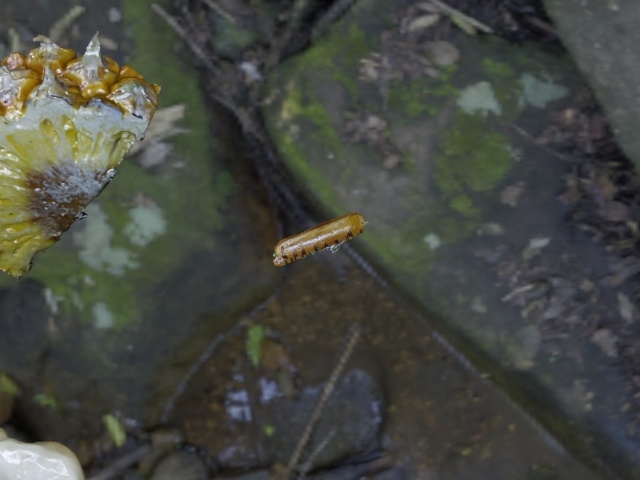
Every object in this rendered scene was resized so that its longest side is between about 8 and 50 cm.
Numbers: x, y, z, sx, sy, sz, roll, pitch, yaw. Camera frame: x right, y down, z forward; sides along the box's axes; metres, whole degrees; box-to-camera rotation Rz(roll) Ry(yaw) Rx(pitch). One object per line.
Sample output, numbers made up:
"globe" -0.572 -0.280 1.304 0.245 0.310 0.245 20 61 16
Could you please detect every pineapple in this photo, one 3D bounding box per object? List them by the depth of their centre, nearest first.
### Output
"pineapple" -0.227 -0.073 1.048 0.233 0.135 0.079 -46 29 39

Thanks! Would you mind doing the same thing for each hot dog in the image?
"hot dog" 0.000 0.000 1.615 0.122 0.049 0.037 -23 85 -8

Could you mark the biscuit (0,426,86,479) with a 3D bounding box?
"biscuit" -0.189 0.181 0.723 0.309 0.040 0.204 19 112 5
